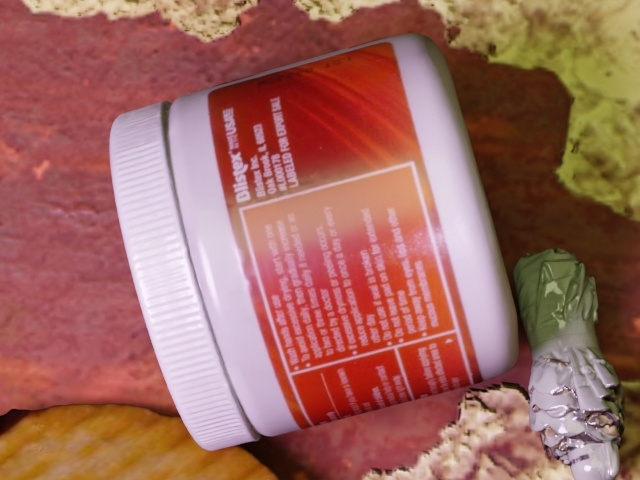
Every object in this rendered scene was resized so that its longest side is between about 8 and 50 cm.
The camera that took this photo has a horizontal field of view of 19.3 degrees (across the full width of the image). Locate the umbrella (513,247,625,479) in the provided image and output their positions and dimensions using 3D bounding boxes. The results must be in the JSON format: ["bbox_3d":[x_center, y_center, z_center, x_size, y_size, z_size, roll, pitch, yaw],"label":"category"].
[{"bbox_3d":[0.146,0.074,1.085,0.062,0.067,0.143,0,63,-22],"label":"umbrella"}]

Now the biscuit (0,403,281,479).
[{"bbox_3d":[-0.151,0.208,1.020,0.318,0.040,0.318,-4,40,3],"label":"biscuit"}]

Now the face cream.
[{"bbox_3d":[0.000,0.000,1.054,0.187,0.201,0.201,-15,71,4],"label":"face cream"}]
